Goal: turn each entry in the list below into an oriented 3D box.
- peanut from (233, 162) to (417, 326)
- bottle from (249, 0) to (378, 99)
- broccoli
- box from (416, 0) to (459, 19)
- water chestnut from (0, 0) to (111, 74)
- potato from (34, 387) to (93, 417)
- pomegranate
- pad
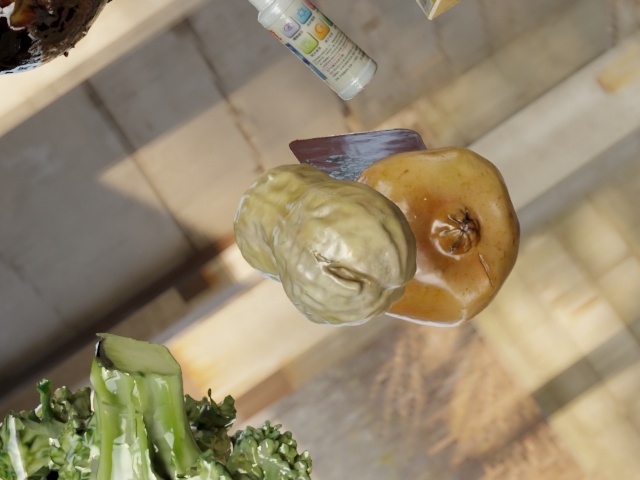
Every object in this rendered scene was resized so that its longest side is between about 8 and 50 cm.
[{"bbox_3d":[0.000,0.000,1.661,0.149,0.149,0.313,57,166,-22],"label":"peanut"},{"bbox_3d":[-0.029,-0.248,1.915,0.217,0.060,0.060,42,180,-16],"label":"bottle"},{"bbox_3d":[-0.180,0.265,1.831,0.317,0.277,0.338,116,140,-51],"label":"broccoli"},{"bbox_3d":[0.201,-0.353,2.148,0.043,0.152,0.269,56,178,1],"label":"box"},{"bbox_3d":[-0.378,-0.354,1.978,0.335,0.335,0.347,56,178,-12],"label":"water chestnut"},{"bbox_3d":[-0.331,0.310,2.199,0.169,0.143,0.248,53,-167,-26],"label":"potato"},{"bbox_3d":[0.122,-0.009,1.929,0.209,0.209,0.209,55,176,5],"label":"pomegranate"},{"bbox_3d":[0.069,-0.102,2.364,0.267,0.181,0.004,49,-142,-68],"label":"pad"}]
